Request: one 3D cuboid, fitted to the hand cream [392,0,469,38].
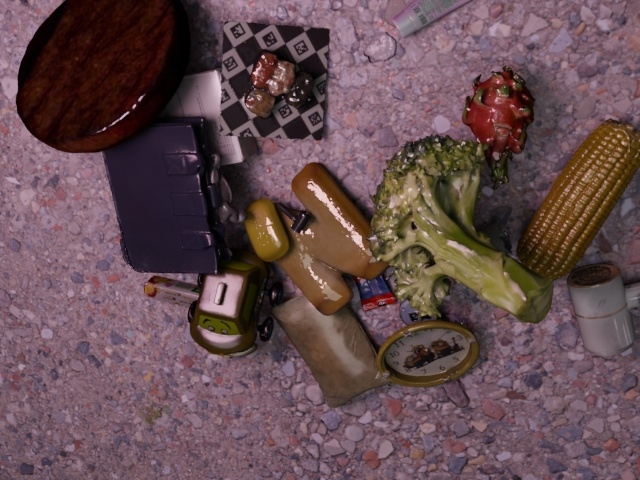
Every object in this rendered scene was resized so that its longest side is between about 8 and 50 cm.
[{"bbox_3d":[0.224,-0.460,1.377,0.174,0.047,0.076,-33,99,14],"label":"hand cream"}]

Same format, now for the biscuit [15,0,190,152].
[{"bbox_3d":[-0.437,-0.359,1.440,0.407,0.091,0.407,-10,65,22],"label":"biscuit"}]

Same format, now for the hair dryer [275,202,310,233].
[{"bbox_3d":[-0.063,-0.058,1.538,0.083,0.026,0.047,41,111,21],"label":"hair dryer"}]

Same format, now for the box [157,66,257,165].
[{"bbox_3d":[-0.310,-0.253,1.552,0.299,0.106,0.200,-8,108,18],"label":"box"}]

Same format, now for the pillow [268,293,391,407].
[{"bbox_3d":[0.027,0.251,1.674,0.185,0.075,0.302,-29,98,20],"label":"pillow"}]

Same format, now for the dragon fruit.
[{"bbox_3d":[0.347,-0.218,1.384,0.135,0.137,0.236,0,112,20],"label":"dragon fruit"}]

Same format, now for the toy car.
[{"bbox_3d":[-0.206,0.136,1.585,0.204,0.198,0.248,12,82,9],"label":"toy car"}]

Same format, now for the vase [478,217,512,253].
[{"bbox_3d":[0.323,0.016,1.513,0.149,0.081,0.081,-22,103,23],"label":"vase"}]

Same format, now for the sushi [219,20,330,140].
[{"bbox_3d":[-0.090,-0.318,1.440,0.220,0.047,0.231,0,105,-14],"label":"sushi"}]

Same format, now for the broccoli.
[{"bbox_3d":[0.251,-0.032,1.310,0.275,0.397,0.353,-38,105,-10],"label":"broccoli"}]

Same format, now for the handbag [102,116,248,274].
[{"bbox_3d":[-0.302,-0.095,1.494,0.269,0.118,0.325,2,114,21],"label":"handbag"}]

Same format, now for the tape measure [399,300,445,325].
[{"bbox_3d":[0.222,0.161,1.603,0.091,0.054,0.094,-27,113,24],"label":"tape measure"}]

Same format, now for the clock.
[{"bbox_3d":[0.240,0.246,1.603,0.237,0.057,0.237,-2,135,-2],"label":"clock"}]

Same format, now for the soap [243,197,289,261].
[{"bbox_3d":[-0.121,-0.023,1.557,0.089,0.045,0.140,-27,82,25],"label":"soap"}]

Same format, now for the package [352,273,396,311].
[{"bbox_3d":[0.103,0.066,1.614,0.083,0.022,0.200,-16,107,20],"label":"package"}]

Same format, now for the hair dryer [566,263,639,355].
[{"bbox_3d":[0.702,0.110,1.450,0.357,0.107,0.173,-17,108,13],"label":"hair dryer"}]

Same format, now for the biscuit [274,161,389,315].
[{"bbox_3d":[0.000,0.000,1.565,0.237,0.062,0.290,-42,81,25],"label":"biscuit"}]

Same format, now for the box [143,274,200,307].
[{"bbox_3d":[-0.325,0.131,1.731,0.207,0.050,0.041,13,114,9],"label":"box"}]

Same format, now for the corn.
[{"bbox_3d":[0.512,-0.079,1.402,0.131,0.131,0.344,27,112,3],"label":"corn"}]
